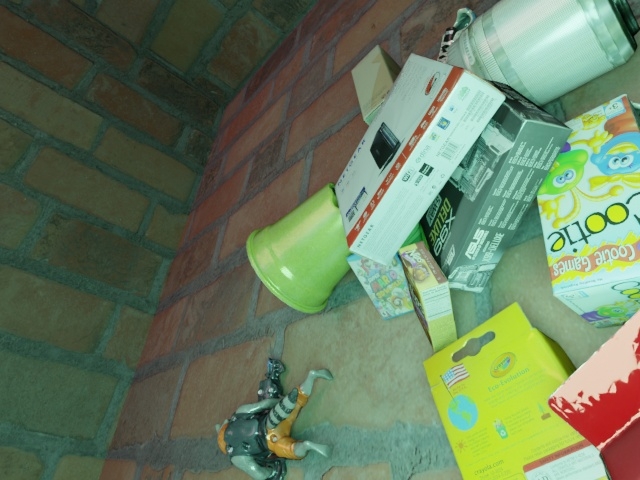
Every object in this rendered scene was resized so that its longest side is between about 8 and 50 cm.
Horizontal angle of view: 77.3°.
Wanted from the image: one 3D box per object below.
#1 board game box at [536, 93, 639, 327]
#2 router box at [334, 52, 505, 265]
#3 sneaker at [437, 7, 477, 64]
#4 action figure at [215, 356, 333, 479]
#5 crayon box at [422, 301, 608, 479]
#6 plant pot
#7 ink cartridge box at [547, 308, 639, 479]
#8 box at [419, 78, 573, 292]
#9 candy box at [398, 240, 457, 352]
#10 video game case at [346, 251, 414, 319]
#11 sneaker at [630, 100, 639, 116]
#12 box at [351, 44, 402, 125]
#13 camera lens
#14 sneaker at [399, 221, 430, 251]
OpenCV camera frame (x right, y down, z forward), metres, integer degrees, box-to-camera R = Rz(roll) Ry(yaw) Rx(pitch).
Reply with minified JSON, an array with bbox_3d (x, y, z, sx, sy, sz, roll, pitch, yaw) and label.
[{"bbox_3d":[0.413,-0.038,0.571,0.142,0.144,0.275,-26,44,44],"label":"board game box"},{"bbox_3d":[0.152,-0.167,0.769,0.335,0.082,0.301,-60,17,24],"label":"router box"},{"bbox_3d":[0.357,-0.525,1.107,0.085,0.086,0.237,24,86,57],"label":"sneaker"},{"bbox_3d":[-0.126,0.407,0.964,0.330,0.179,0.341,-33,42,23],"label":"action figure"},{"bbox_3d":[0.288,0.270,0.560,0.202,0.081,0.318,-43,36,26],"label":"crayon box"},{"bbox_3d":[0.000,0.000,1.017,0.254,0.276,0.276,-43,35,23],"label":"plant pot"},{"bbox_3d":[0.407,0.151,0.325,0.272,0.130,0.309,42,103,25],"label":"ink cartridge box"},{"bbox_3d":[0.278,-0.100,0.713,0.242,0.077,0.307,-88,9,-54],"label":"box"},{"bbox_3d":[0.196,0.104,0.728,0.053,0.186,0.109,-20,39,3],"label":"candy box"},{"bbox_3d":[0.142,0.086,0.867,0.119,0.166,0.015,-30,3,41],"label":"video game case"},{"bbox_3d":[0.490,-0.203,0.660,0.057,0.075,0.161,-60,31,1],"label":"sneaker"},{"bbox_3d":[0.198,-0.443,1.213,0.121,0.148,0.310,-38,39,31],"label":"box"},{"bbox_3d":[0.417,-0.375,0.766,0.274,0.220,0.219,-25,46,44],"label":"camera lens"},{"bbox_3d":[0.181,-0.063,0.944,0.109,0.124,0.295,-38,37,34],"label":"sneaker"}]
